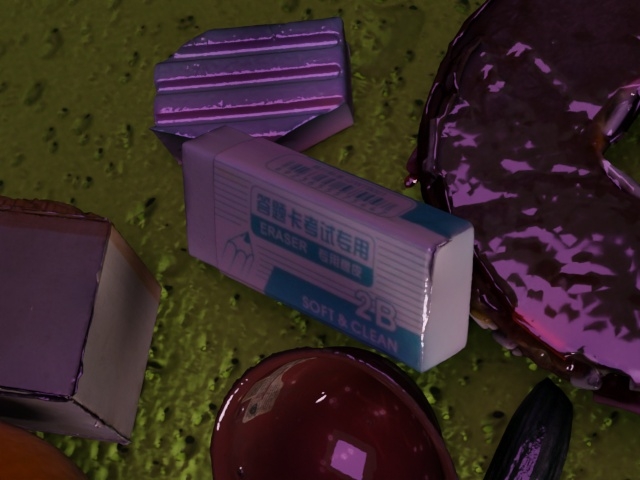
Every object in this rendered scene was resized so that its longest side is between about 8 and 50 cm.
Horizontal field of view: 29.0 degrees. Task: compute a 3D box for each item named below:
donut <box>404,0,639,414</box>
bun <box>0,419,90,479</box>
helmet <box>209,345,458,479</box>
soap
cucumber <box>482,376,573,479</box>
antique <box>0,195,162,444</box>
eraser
[{"bbox_3d":[0.210,-0.018,0.829,0.259,0.136,0.345,-45,71,-6],"label":"donut"},{"bbox_3d":[-0.267,0.251,0.767,0.298,0.165,0.299,-4,72,13],"label":"bun"},{"bbox_3d":[0.025,0.141,0.813,0.175,0.106,0.155,44,111,9],"label":"helmet"},{"bbox_3d":[-0.051,-0.108,0.934,0.149,0.056,0.100,-5,69,6],"label":"soap"},{"bbox_3d":[0.143,0.143,0.830,0.048,0.048,0.105,22,74,14],"label":"cucumber"},{"bbox_3d":[-0.201,0.052,0.853,0.146,0.152,0.148,8,71,10],"label":"antique"},{"bbox_3d":[0.000,0.000,0.830,0.225,0.096,0.052,24,38,36],"label":"eraser"}]
